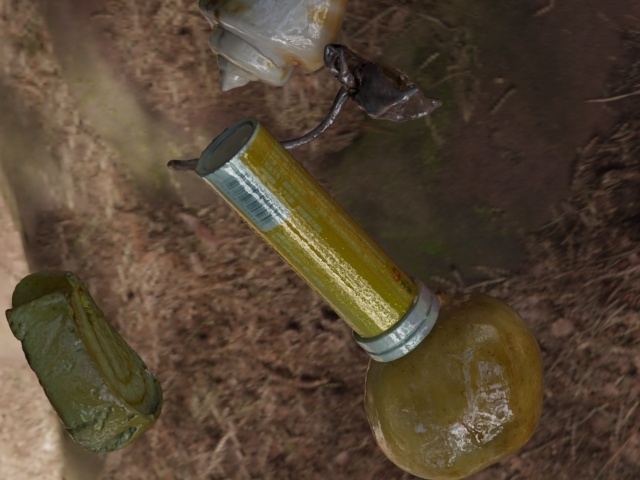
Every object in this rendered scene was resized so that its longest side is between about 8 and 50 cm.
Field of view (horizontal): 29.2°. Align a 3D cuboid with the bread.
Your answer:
[{"bbox_3d":[-0.190,0.094,0.974,0.064,0.117,0.156,-34,89,3],"label":"bread"}]

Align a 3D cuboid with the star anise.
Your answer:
[{"bbox_3d":[-0.010,-0.111,1.296,0.218,0.148,0.227,29,107,-22],"label":"star anise"}]

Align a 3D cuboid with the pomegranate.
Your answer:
[{"bbox_3d":[0.164,0.174,1.483,0.233,0.233,0.233,5,101,25],"label":"pomegranate"}]

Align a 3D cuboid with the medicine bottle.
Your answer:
[{"bbox_3d":[0.000,0.000,0.949,0.074,0.074,0.218,-31,118,27],"label":"medicine bottle"}]

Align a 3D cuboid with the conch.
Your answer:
[{"bbox_3d":[-0.052,-0.276,1.327,0.158,0.127,0.255,35,112,47],"label":"conch"}]
